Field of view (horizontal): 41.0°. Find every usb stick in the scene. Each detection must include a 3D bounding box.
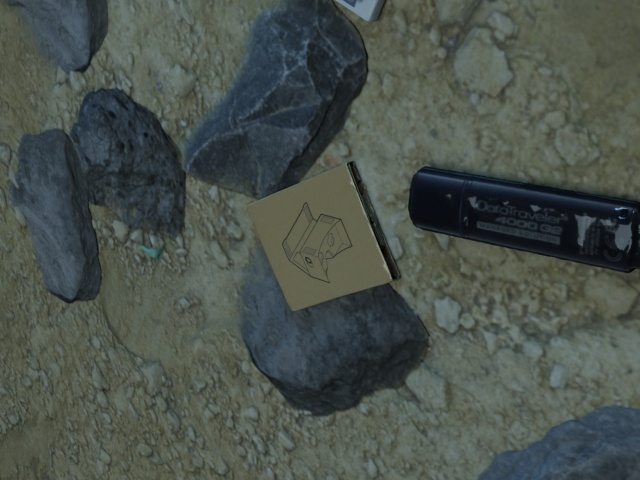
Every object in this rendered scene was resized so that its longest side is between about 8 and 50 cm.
[{"bbox_3d":[0.217,-0.026,0.930,0.278,0.045,0.077,14,109,37],"label":"usb stick"}]

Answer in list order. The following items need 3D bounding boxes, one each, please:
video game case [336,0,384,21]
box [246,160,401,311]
[{"bbox_3d":[0.019,-0.372,0.976,0.190,0.022,0.173,40,129,23],"label":"video game case"},{"bbox_3d":[0.000,0.000,1.146,0.201,0.021,0.164,-20,94,43],"label":"box"}]
